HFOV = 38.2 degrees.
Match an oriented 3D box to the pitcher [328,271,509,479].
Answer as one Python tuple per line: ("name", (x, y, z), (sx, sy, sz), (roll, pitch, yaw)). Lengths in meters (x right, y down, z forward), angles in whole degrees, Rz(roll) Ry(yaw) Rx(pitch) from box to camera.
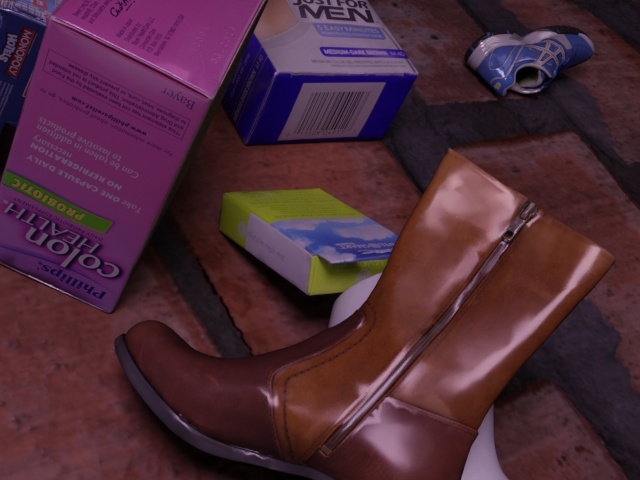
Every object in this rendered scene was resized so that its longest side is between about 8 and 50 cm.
("pitcher", (0.057, 0.135, 0.725), (0.178, 0.125, 0.207), (-11, 65, -18))

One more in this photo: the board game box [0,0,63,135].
("board game box", (-0.260, -0.167, 0.768), (0.060, 0.194, 0.194), (19, 42, -24))

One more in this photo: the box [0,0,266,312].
("box", (-0.148, -0.107, 0.734), (0.117, 0.243, 0.213), (26, 42, -8))

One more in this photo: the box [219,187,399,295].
("box", (0.000, 0.000, 0.811), (0.109, 0.042, 0.178), (-5, 23, -34))

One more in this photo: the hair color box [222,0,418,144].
("hair color box", (-0.056, -0.264, 1.049), (0.185, 0.110, 0.338), (-7, 52, -34))

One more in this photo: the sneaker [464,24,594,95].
("sneaker", (0.294, -0.239, 1.261), (0.211, 0.080, 0.081), (-14, 64, -28))

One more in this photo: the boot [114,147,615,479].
("boot", (0.023, 0.049, 0.656), (0.264, 0.096, 0.280), (32, 84, 23))
